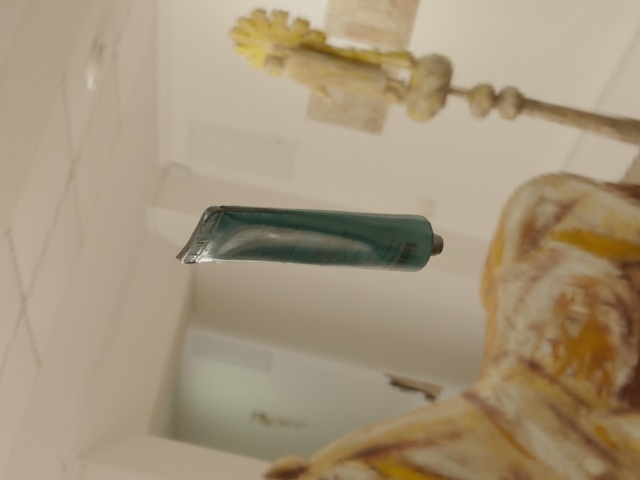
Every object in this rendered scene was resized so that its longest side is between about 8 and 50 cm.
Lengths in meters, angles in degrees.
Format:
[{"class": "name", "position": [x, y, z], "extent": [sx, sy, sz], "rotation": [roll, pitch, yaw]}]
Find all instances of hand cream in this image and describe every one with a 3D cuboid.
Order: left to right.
[{"class": "hand cream", "position": [0.000, 0.000, 0.977], "extent": [0.083, 0.224, 0.048], "rotation": [-51, 44, 50]}]
